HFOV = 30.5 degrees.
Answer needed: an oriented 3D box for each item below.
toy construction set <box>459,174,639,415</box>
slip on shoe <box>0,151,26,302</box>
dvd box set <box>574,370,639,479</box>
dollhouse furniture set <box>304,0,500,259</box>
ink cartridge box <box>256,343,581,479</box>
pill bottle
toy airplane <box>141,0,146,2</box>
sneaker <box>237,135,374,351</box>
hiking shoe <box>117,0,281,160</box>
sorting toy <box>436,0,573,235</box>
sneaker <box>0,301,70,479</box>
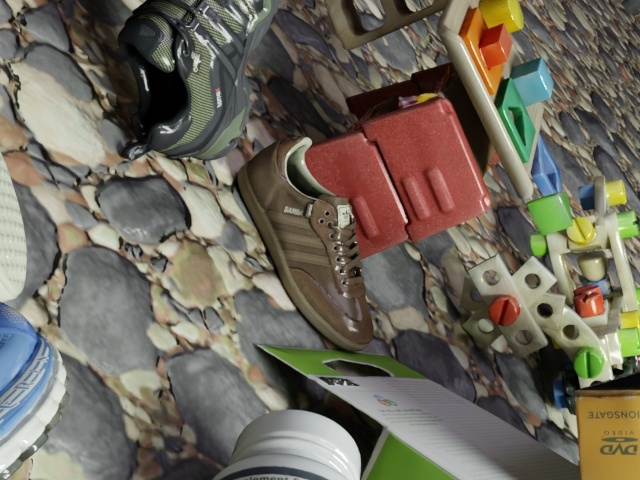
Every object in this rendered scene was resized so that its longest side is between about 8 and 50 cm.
[{"bbox_3d":[0.277,0.062,1.255,0.328,0.151,0.214,-25,104,-55],"label":"toy construction set"},{"bbox_3d":[-0.271,-0.083,0.610,0.331,0.101,0.123,52,16,-34],"label":"slip on shoe"},{"bbox_3d":[0.279,0.303,0.865,0.308,0.062,0.420,0,86,-58],"label":"dvd box set"},{"bbox_3d":[0.037,-0.194,1.067,0.374,0.152,0.201,66,24,-11],"label":"dollhouse furniture set"},{"bbox_3d":[0.079,0.177,0.882,0.255,0.097,0.189,29,11,35],"label":"ink cartridge box"},{"bbox_3d":[-0.025,0.186,0.669,0.108,0.108,0.180,44,28,-19],"label":"pill bottle"},{"bbox_3d":[-0.137,-0.394,0.991,0.384,0.272,0.386,33,35,-34],"label":"toy airplane"},{"bbox_3d":[0.000,0.000,0.970,0.188,0.071,0.066,58,27,10],"label":"sneaker"},{"bbox_3d":[-0.095,-0.167,0.885,0.086,0.226,0.114,15,15,28],"label":"hiking shoe"},{"bbox_3d":[0.171,-0.160,1.079,0.347,0.047,0.196,59,27,-25],"label":"sorting toy"},{"bbox_3d":[-0.225,0.078,0.452,0.147,0.130,0.330,56,27,0],"label":"sneaker"}]
